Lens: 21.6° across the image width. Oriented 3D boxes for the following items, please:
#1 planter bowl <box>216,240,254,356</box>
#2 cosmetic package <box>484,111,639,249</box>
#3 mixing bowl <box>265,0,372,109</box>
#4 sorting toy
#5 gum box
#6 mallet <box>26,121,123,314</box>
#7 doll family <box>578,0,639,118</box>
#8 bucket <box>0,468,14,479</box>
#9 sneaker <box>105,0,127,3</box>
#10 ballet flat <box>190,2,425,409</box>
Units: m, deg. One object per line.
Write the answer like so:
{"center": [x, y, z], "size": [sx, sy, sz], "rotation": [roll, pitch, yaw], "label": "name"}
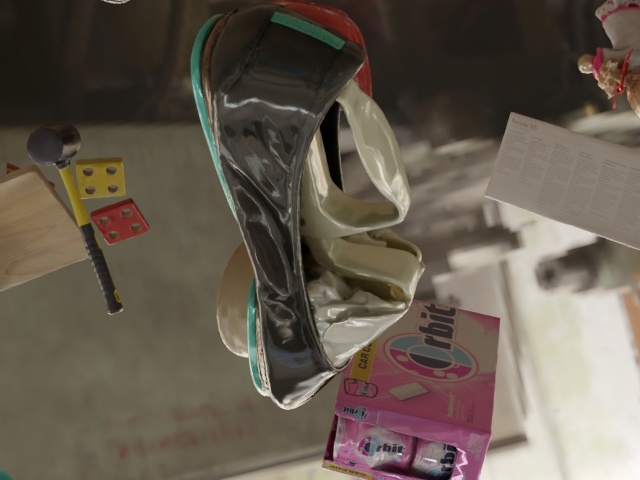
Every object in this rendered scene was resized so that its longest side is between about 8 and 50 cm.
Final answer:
{"center": [-0.040, 0.078, 2.122], "size": [0.109, 0.162, 0.162], "rotation": [12, -172, 32], "label": "planter bowl"}
{"center": [0.291, -0.057, 1.751], "size": [0.239, 0.099, 0.060], "rotation": [23, -170, 42], "label": "cosmetic package"}
{"center": [-0.020, -0.206, 1.829], "size": [0.181, 0.098, 0.181], "rotation": [12, 179, 0], "label": "mixing bowl"}
{"center": [-0.309, -0.023, 1.706], "size": [0.275, 0.046, 0.132], "rotation": [-21, 134, 11], "label": "sorting toy"}
{"center": [0.067, 0.110, 1.200], "size": [0.107, 0.062, 0.188], "rotation": [13, -156, 2], "label": "gum box"}
{"center": [-0.226, -0.021, 1.568], "size": [0.039, 0.189, 0.062], "rotation": [-19, 178, 12], "label": "mallet"}
{"center": [0.312, -0.132, 1.132], "size": [0.263, 0.163, 0.118], "rotation": [9, 140, -15], "label": "doll family"}
{"center": [-0.423, 0.366, 1.769], "size": [0.281, 0.281, 0.183], "rotation": [-13, 148, -8], "label": "bucket"}
{"center": [-0.170, -0.234, 1.022], "size": [0.229, 0.086, 0.132], "rotation": [9, 125, -52], "label": "sneaker"}
{"center": [0.000, 0.000, 0.877], "size": [0.096, 0.095, 0.280], "rotation": [8, 140, 16], "label": "ballet flat"}
